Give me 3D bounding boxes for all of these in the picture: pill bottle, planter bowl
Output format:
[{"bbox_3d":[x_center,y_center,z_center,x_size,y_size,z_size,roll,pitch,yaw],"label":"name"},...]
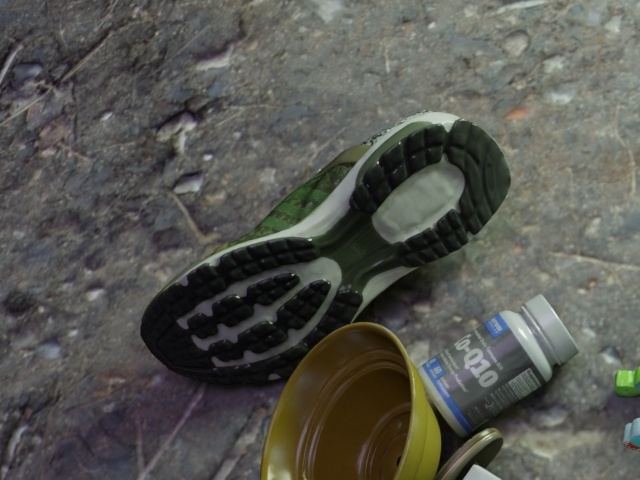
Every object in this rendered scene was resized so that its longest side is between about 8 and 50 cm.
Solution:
[{"bbox_3d":[0.164,0.114,1.362,0.137,0.078,0.078,-35,51,3],"label":"pill bottle"},{"bbox_3d":[0.045,0.190,1.345,0.217,0.090,0.217,-35,43,41],"label":"planter bowl"}]

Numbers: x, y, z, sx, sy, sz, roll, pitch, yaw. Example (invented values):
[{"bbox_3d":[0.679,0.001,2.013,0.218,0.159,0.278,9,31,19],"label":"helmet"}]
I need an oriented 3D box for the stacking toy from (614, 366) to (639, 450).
[{"bbox_3d":[0.296,0.153,1.216,0.221,0.052,0.167,-42,29,56],"label":"stacking toy"}]

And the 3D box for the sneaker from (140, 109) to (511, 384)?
[{"bbox_3d":[0.000,0.000,1.513,0.410,0.158,0.182,-32,20,8],"label":"sneaker"}]

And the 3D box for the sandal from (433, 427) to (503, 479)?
[{"bbox_3d":[0.113,0.248,1.313,0.049,0.072,0.180,33,79,22],"label":"sandal"}]

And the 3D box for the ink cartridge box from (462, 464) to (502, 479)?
[{"bbox_3d":[0.138,0.353,1.197,0.201,0.117,0.278,28,75,37],"label":"ink cartridge box"}]
